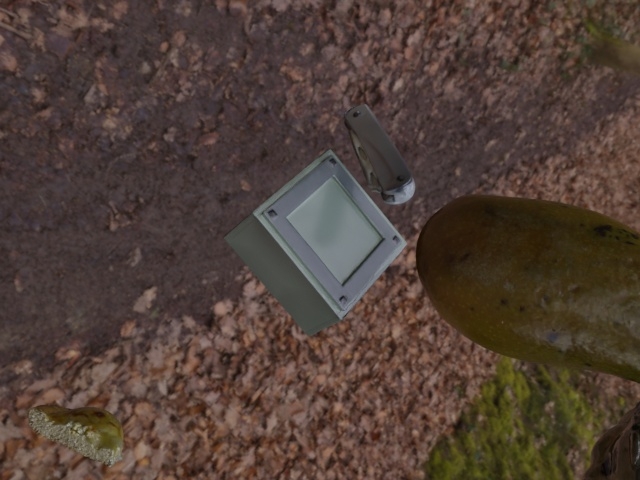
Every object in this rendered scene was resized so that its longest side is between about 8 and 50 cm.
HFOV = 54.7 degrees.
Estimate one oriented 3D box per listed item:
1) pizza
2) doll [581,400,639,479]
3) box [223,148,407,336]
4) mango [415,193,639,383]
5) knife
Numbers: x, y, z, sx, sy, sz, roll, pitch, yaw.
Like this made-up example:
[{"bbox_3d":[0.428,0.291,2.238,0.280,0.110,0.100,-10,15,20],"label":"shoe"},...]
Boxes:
[{"bbox_3d":[-0.468,0.373,1.262,0.080,0.188,0.204,-63,176,-10],"label":"pizza"},{"bbox_3d":[0.425,0.280,0.693,0.247,0.247,0.349,-57,146,1],"label":"doll"},{"bbox_3d":[0.000,0.000,1.067,0.117,0.225,0.225,-34,-171,49],"label":"box"},{"bbox_3d":[0.260,0.046,0.691,0.175,0.329,0.176,-27,120,-44],"label":"mango"},{"bbox_3d":[0.093,-0.156,1.071,0.073,0.265,0.040,-17,135,-1],"label":"knife"}]
